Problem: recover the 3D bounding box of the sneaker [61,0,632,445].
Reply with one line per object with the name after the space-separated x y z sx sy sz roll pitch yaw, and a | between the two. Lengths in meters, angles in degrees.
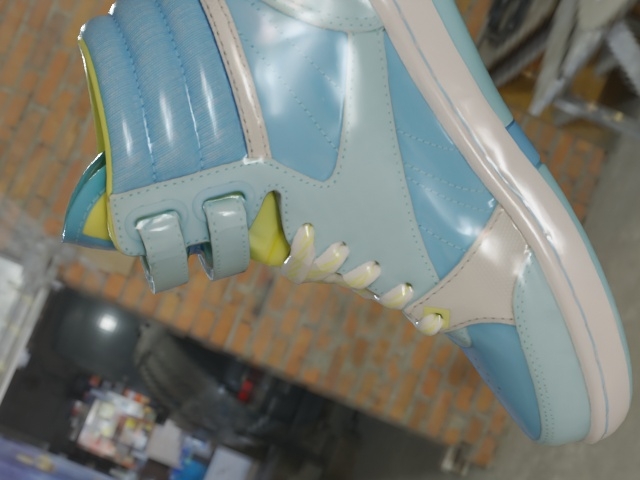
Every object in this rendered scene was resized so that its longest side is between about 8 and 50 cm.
0.000 0.000 0.625 0.208 0.319 0.127 -32 8 -9 | sneaker
